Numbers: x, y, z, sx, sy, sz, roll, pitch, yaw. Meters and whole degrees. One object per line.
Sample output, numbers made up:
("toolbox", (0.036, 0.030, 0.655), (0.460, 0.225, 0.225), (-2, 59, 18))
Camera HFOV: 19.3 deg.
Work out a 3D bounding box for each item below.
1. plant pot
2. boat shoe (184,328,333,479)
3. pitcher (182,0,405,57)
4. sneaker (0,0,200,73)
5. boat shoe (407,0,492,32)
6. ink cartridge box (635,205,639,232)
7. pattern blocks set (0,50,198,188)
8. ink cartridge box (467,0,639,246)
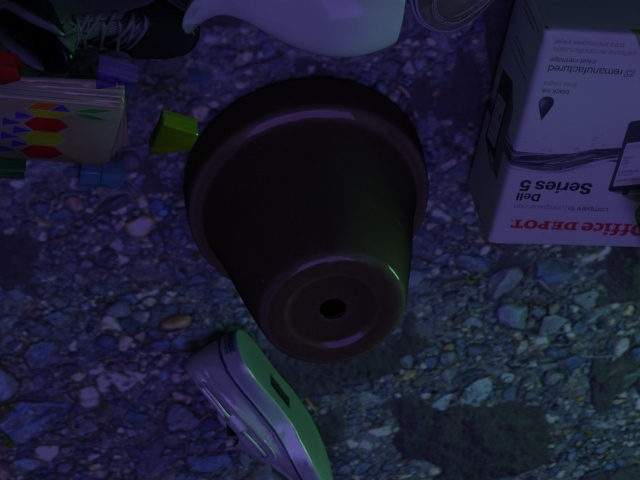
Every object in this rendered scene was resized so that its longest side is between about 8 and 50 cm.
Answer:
("plant pot", (0.000, 0.000, 1.947), (0.263, 0.229, 0.263), (-6, 129, -7))
("boat shoe", (-0.070, 0.211, 2.201), (0.084, 0.095, 0.258), (-24, 118, 14))
("pitcher", (-0.019, -0.270, 1.807), (0.207, 0.125, 0.177), (8, 111, -3))
("sneaker", (-0.223, -0.193, 1.811), (0.229, 0.132, 0.086), (12, 124, -19))
("boat shoe", (0.174, -0.317, 1.808), (0.109, 0.094, 0.302), (16, 124, -22))
("ink cartridge box", (0.450, -0.009, 2.022), (0.189, 0.097, 0.255), (-44, 147, -8))
("pattern blocks set", (-0.262, -0.118, 1.828), (0.285, 0.026, 0.325), (7, 161, -19))
("ink cartridge box", (0.284, -0.130, 1.965), (0.198, 0.114, 0.272), (2, 128, -12))
